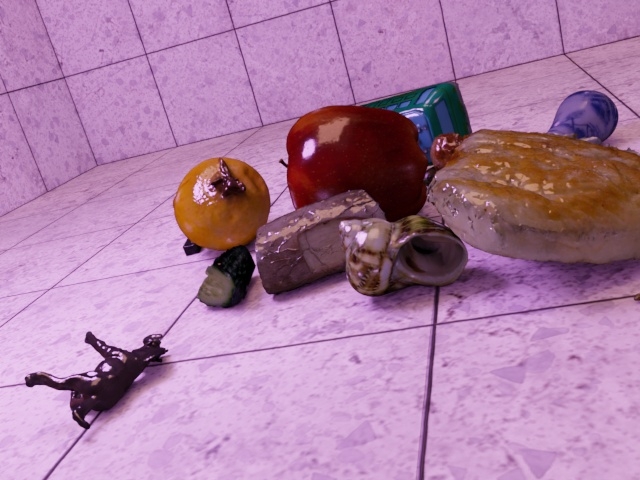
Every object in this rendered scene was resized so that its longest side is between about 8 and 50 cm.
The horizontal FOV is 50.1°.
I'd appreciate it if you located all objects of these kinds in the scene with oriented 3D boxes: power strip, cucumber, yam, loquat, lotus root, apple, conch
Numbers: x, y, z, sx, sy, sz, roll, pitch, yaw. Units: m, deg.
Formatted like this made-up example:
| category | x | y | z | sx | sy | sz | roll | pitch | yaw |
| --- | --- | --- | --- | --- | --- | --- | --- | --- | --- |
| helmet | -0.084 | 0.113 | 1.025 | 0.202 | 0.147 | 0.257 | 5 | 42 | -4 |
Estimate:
| category | x | y | z | sx | sy | sz | roll | pitch | yaw |
| --- | --- | --- | --- | --- | --- | --- | --- | --- | --- |
| power strip | -0.317 | 0.005 | 1.729 | 0.038 | 0.029 | 0.111 | -13 | 20 | 6 |
| cucumber | -0.174 | 0.074 | 1.324 | 0.086 | 0.115 | 0.193 | 29 | 16 | -2 |
| yam | 0.000 | 0.000 | 1.295 | 0.255 | 0.153 | 0.154 | -20 | 18 | -1 |
| loquat | -0.230 | -0.088 | 1.611 | 0.244 | 0.243 | 0.244 | -14 | 18 | 5 |
| lotus root | 0.284 | -0.156 | 1.668 | 0.099 | 0.054 | 0.049 | -21 | -4 | -26 |
| apple | 0.071 | -0.151 | 1.486 | 0.317 | 0.288 | 0.288 | -6 | 18 | -2 |
| conch | 0.125 | 0.015 | 1.123 | 0.182 | 0.187 | 0.124 | 13 | 45 | -31 |

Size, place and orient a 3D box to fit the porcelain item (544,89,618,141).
| category | x | y | z | sx | sy | sz | roll | pitch | yaw |
| --- | --- | --- | --- | --- | --- | --- | --- | --- | --- |
| porcelain item | 0.607 | -0.267 | 1.620 | 0.141 | 0.141 | 0.259 | 5 | 36 | 48 |

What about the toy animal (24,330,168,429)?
| category | x | y | z | sx | sy | sz | roll | pitch | yaw |
| --- | --- | --- | --- | --- | --- | --- | --- | --- | --- |
| toy animal | -0.334 | 0.203 | 1.063 | 0.148 | 0.084 | 0.232 | -7 | 16 | 21 |

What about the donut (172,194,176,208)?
| category | x | y | z | sx | sy | sz | roll | pitch | yaw |
| --- | --- | --- | --- | --- | --- | --- | --- | --- | --- |
| donut | -0.299 | -0.101 | 1.901 | 0.227 | 0.113 | 0.226 | -15 | 19 | 5 |

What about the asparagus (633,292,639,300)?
| category | x | y | z | sx | sy | sz | roll | pitch | yaw |
| --- | --- | --- | --- | --- | --- | --- | --- | --- | --- |
| asparagus | 0.494 | 0.051 | 0.936 | 0.166 | 0.013 | 0.016 | -20 | 7 | -14 |

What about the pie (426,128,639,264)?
| category | x | y | z | sx | sy | sz | roll | pitch | yaw |
| --- | --- | --- | --- | --- | --- | --- | --- | --- | --- |
| pie | 0.366 | -0.064 | 1.114 | 0.396 | 0.180 | 0.418 | 3 | 22 | 3 |

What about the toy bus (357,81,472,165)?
| category | x | y | z | sx | sy | sz | roll | pitch | yaw |
| --- | --- | --- | --- | --- | --- | --- | --- | --- | --- |
| toy bus | 0.195 | -0.265 | 1.738 | 0.344 | 0.183 | 0.199 | -8 | 22 | 38 |
